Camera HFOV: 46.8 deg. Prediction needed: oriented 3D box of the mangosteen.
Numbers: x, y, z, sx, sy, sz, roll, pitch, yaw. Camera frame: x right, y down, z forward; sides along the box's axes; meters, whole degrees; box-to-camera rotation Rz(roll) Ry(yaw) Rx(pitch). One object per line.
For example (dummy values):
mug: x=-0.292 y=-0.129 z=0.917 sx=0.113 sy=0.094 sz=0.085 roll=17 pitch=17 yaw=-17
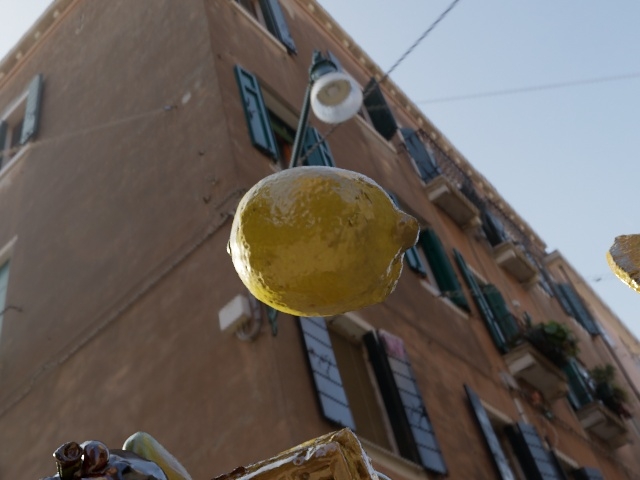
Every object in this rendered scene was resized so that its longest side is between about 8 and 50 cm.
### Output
mangosteen: x=-0.348 y=0.415 z=1.150 sx=0.228 sy=0.228 sz=0.265 roll=-18 pitch=-60 yaw=2

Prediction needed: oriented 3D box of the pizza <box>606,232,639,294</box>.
pizza: x=0.475 y=0.022 z=0.942 sx=0.262 sy=0.181 sz=0.034 roll=-21 pitch=-59 yaw=-34

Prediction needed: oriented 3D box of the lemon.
lemon: x=0.000 y=0.000 z=1.189 sx=0.319 sy=0.245 sz=0.245 roll=-3 pitch=-42 yaw=17

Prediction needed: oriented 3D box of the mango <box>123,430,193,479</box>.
mango: x=-0.309 y=0.453 z=1.416 sx=0.092 sy=0.195 sz=0.130 roll=-41 pitch=-21 yaw=10

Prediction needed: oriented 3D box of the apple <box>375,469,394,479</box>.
apple: x=0.050 y=0.490 z=1.126 sx=0.257 sy=0.234 sz=0.257 roll=-24 pitch=-38 yaw=-21

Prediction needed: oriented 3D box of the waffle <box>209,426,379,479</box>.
waffle: x=-0.061 y=0.398 z=0.963 sx=0.327 sy=0.224 sz=0.098 roll=-26 pitch=-7 yaw=19
